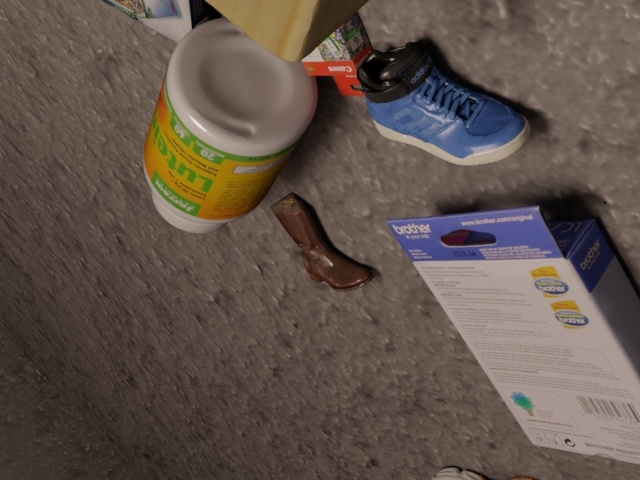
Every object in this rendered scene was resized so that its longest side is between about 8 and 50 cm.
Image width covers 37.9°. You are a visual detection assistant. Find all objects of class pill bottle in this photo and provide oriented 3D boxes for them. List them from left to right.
[{"bbox_3d":[-0.101,-0.098,0.922,0.136,0.136,0.245,42,152,1],"label":"pill bottle"}]

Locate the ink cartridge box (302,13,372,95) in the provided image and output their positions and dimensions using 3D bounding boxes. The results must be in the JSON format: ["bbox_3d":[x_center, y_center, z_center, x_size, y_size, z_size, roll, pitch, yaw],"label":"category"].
[{"bbox_3d":[0.011,-0.165,0.802,0.063,0.029,0.115,10,138,44],"label":"ink cartridge box"}]

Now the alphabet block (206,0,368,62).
[{"bbox_3d":[-0.014,-0.262,0.535,0.193,0.192,0.197,40,153,8],"label":"alphabet block"}]

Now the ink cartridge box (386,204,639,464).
[{"bbox_3d":[0.210,0.079,0.855,0.186,0.065,0.311,-3,130,53],"label":"ink cartridge box"}]

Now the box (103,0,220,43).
[{"bbox_3d":[-0.168,-0.297,0.831,0.159,0.044,0.233,32,150,18],"label":"box"}]

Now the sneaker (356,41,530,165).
[{"bbox_3d":[0.091,-0.114,0.742,0.152,0.058,0.084,23,155,43],"label":"sneaker"}]

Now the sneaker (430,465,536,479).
[{"bbox_3d":[0.197,0.370,1.205,0.099,0.121,0.262,49,151,-10],"label":"sneaker"}]

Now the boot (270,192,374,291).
[{"bbox_3d":[0.000,0.000,1.042,0.106,0.037,0.114,5,130,45],"label":"boot"}]
